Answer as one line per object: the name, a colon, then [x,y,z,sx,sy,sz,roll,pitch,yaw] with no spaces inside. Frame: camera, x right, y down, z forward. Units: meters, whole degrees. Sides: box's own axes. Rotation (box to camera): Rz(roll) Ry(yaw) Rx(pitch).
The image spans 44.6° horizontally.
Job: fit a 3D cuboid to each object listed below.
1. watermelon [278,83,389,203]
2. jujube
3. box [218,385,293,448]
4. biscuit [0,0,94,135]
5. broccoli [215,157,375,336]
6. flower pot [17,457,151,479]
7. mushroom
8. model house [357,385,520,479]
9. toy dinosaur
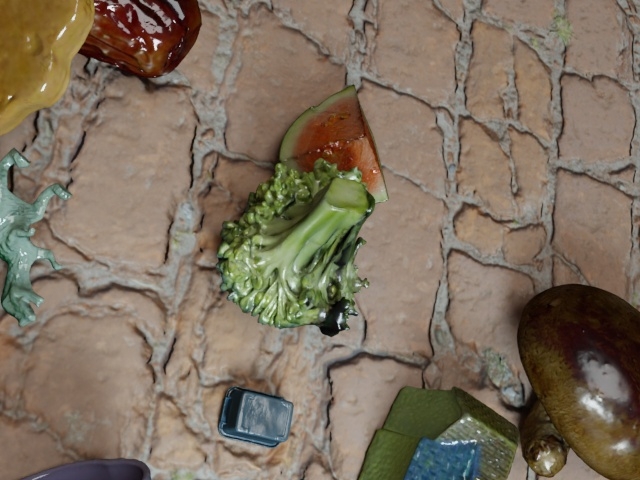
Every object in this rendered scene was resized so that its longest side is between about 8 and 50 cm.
watermelon: [0.015,-0.136,1.217,0.145,0.137,0.193,-18,86,6]
jujube: [-0.301,-0.338,1.042,0.290,0.197,0.197,35,64,-3]
box: [-0.086,0.246,1.090,0.099,0.054,0.074,18,69,-22]
biscuit: [-0.423,-0.287,0.938,0.312,0.057,0.351,26,96,8]
broccoli: [0.000,0.000,1.084,0.263,0.243,0.247,-24,76,-34]
flower pot: [-0.289,0.404,0.860,0.265,0.265,0.243,-17,100,-29]
mushroom: [0.475,0.230,1.293,0.345,0.239,0.345,2,87,-50]
model house: [0.190,0.337,1.135,0.195,0.189,0.214,38,63,-12]
toy dinosaur: [-0.399,-0.085,0.996,0.129,0.076,0.383,-21,81,-5]
